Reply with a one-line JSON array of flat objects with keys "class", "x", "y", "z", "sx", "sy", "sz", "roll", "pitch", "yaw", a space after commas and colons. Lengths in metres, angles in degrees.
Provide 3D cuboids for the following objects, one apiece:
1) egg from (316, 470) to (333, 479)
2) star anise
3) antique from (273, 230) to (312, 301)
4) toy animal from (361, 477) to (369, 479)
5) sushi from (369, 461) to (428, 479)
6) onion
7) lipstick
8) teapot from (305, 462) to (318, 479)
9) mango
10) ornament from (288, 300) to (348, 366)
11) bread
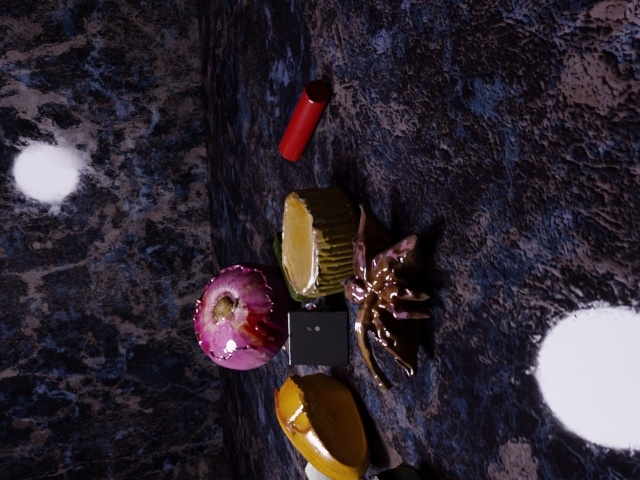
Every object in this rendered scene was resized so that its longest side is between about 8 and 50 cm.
[{"class": "egg", "x": 0.041, "y": 0.632, "z": 1.295, "sx": 0.135, "sy": 0.103, "sz": 0.103, "roll": -89, "pitch": 10, "yaw": -46}, {"class": "star anise", "x": 0.117, "y": 0.107, "z": 0.942, "sx": 0.292, "sy": 0.109, "sz": 0.349, "roll": -111, "pitch": 24, "yaw": -43}, {"class": "antique", "x": -0.070, "y": 0.076, "z": 1.449, "sx": 0.081, "sy": 0.080, "sz": 0.220, "roll": 107, "pitch": 147, "yaw": -49}, {"class": "toy animal", "x": 0.107, "y": 0.695, "z": 1.233, "sx": 0.099, "sy": 0.057, "sz": 0.241, "roll": -114, "pitch": 25, "yaw": -52}, {"class": "sushi", "x": 0.195, "y": 0.558, "z": 0.917, "sx": 0.273, "sy": 0.109, "sz": 0.134, "roll": 53, "pitch": 142, "yaw": 27}, {"class": "onion", "x": -0.245, "y": 0.247, "z": 1.666, "sx": 0.345, "sy": 0.358, "sz": 0.358, "roll": -8, "pitch": -89, "yaw": -69}, {"class": "lipstick", "x": -0.047, "y": -0.304, "z": 1.281, "sx": 0.279, "sy": 0.073, "sz": 0.073, "roll": 130, "pitch": 129, "yaw": -62}, {"class": "teapot", "x": 0.037, "y": 0.694, "z": 1.385, "sx": 0.107, "sy": 0.077, "sz": 0.200, "roll": -60, "pitch": 31, "yaw": 8}, {"class": "mango", "x": 0.016, "y": 0.464, "z": 1.239, "sx": 0.350, "sy": 0.201, "sz": 0.199, "roll": 40, "pitch": 170, "yaw": 50}, {"class": "ornament", "x": -0.003, "y": 0.220, "z": 1.335, "sx": 0.196, "sy": 0.153, "sz": 0.166, "roll": -84, "pitch": -5, "yaw": -75}, {"class": "bread", "x": 0.000, "y": 0.000, "z": 1.163, "sx": 0.227, "sy": 0.143, "sz": 0.253, "roll": -127, "pitch": 39, "yaw": -54}]
